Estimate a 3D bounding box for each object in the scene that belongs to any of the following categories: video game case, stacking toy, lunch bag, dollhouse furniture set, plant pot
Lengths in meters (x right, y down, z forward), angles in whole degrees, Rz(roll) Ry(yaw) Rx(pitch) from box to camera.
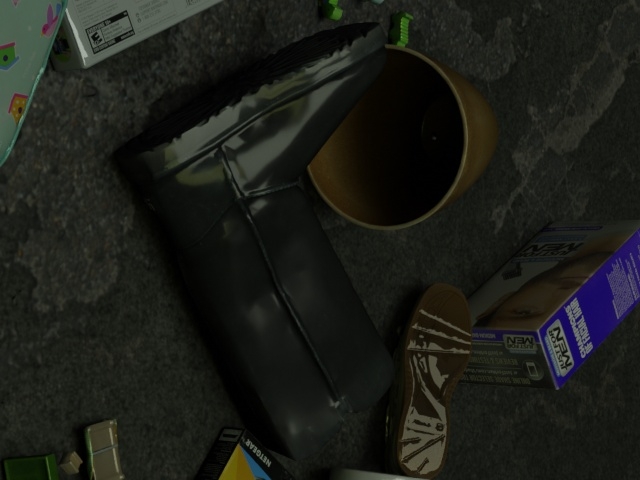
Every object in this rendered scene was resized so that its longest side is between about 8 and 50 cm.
[{"bbox_3d":[-0.234,-0.355,1.731,0.269,0.061,0.244,-35,115,-42],"label":"video game case"},{"bbox_3d":[0.079,-0.386,2.071,0.167,0.052,0.221,14,80,-45],"label":"stacking toy"},{"bbox_3d":[-0.377,-0.211,1.512,0.224,0.108,0.279,45,57,-54],"label":"lunch bag"},{"bbox_3d":[-0.286,0.252,1.698,0.151,0.058,0.076,-9,89,-66],"label":"dollhouse furniture set"},{"bbox_3d":[0.137,-0.144,2.030,0.254,0.237,0.237,-12,99,-61],"label":"plant pot"}]

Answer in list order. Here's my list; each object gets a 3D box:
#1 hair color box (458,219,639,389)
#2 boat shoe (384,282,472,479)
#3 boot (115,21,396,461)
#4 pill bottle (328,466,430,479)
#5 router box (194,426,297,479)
[{"bbox_3d":[0.349,0.089,2.256,0.339,0.185,0.110,-40,117,-40],"label":"hair color box"},{"bbox_3d":[0.138,0.197,2.116,0.104,0.089,0.285,22,69,-17],"label":"boat shoe"},{"bbox_3d":[-0.002,0.001,1.866,0.367,0.146,0.445,-31,110,-14],"label":"boot"},{"bbox_3d":[0.062,0.444,1.964,0.160,0.160,0.283,16,78,-45],"label":"pill bottle"},{"bbox_3d":[-0.087,0.338,1.890,0.179,0.046,0.133,50,56,-34],"label":"router box"}]
